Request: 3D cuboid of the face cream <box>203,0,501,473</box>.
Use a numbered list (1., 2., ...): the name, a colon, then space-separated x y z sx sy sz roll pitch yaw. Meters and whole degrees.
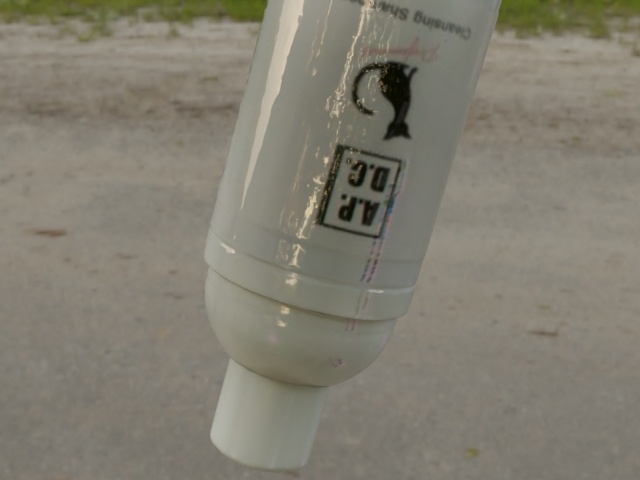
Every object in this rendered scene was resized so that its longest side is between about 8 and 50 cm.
1. face cream: 0.000 0.000 0.774 0.145 0.369 0.145 14 12 -3
